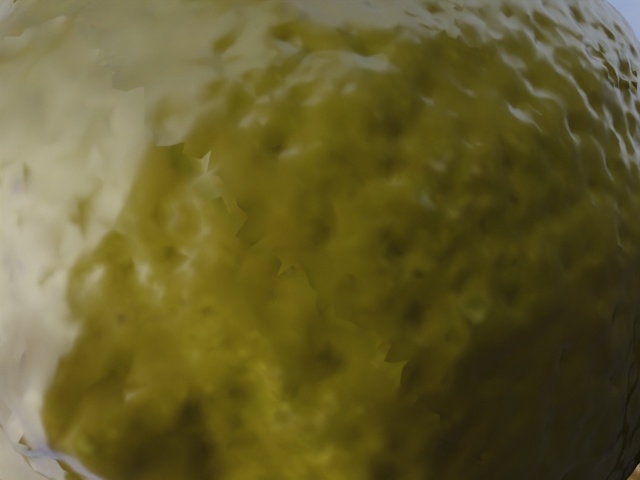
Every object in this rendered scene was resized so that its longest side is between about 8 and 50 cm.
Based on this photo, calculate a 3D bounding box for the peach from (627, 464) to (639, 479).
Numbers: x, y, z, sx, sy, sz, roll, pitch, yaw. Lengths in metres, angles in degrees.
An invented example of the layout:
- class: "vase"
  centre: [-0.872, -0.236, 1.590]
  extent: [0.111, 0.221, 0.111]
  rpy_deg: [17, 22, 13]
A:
- class: "peach"
  centre: [0.190, 0.045, 0.751]
  extent: [0.281, 0.238, 0.281]
  rpy_deg: [-8, -51, -10]

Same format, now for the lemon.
- class: "lemon"
  centre: [0.000, 0.000, 0.586]
  extent: [0.310, 0.253, 0.253]
  rpy_deg: [-29, -41, -62]
